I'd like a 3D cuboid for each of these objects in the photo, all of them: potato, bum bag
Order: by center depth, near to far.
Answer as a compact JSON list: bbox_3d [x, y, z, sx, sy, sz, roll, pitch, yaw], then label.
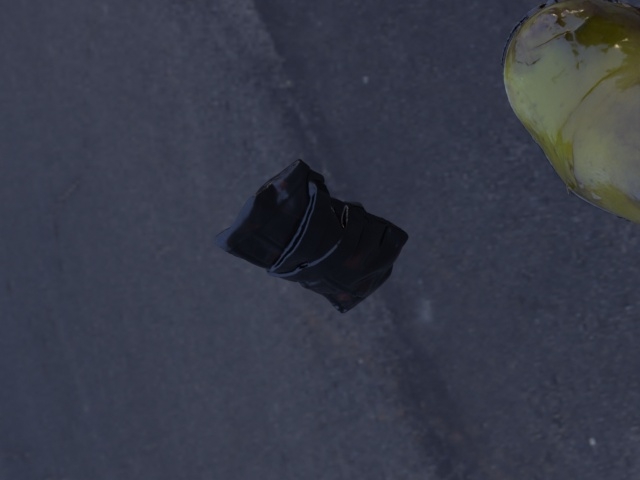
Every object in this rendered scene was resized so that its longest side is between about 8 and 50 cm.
[{"bbox_3d":[0.001,0.001,0.576,0.058,0.124,0.034,-51,56,9],"label":"bum bag"},{"bbox_3d":[0.463,-0.189,1.672,0.397,0.290,0.296,61,180,-6],"label":"potato"}]
